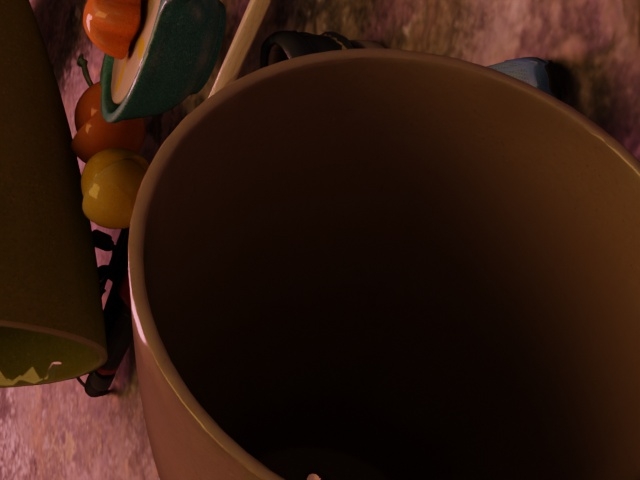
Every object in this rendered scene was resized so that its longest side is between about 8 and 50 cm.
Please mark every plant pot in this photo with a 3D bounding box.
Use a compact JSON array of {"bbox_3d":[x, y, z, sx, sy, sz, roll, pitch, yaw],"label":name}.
[{"bbox_3d":[0.021,0.094,0.783,0.274,0.256,0.256,108,149,-51],"label":"plant pot"},{"bbox_3d":[-0.294,-0.055,1.206,0.275,0.275,0.293,-24,62,56],"label":"plant pot"}]

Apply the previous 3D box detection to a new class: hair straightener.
[{"bbox_3d":[-0.151,0.032,1.243,0.089,0.047,0.230,63,142,41],"label":"hair straightener"}]

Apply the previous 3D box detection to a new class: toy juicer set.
[{"bbox_3d":[-0.126,-0.106,1.073,0.329,0.089,0.209,-144,72,-69],"label":"toy juicer set"}]

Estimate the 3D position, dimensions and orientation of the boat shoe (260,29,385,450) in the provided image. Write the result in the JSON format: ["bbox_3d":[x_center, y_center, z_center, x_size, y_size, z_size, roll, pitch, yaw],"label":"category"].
[{"bbox_3d":[0.000,0.000,0.950,0.095,0.079,0.254,-4,84,59],"label":"boat shoe"}]

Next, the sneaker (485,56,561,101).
[{"bbox_3d":[0.051,-0.056,0.845,0.162,0.073,0.063,-21,68,28],"label":"sneaker"}]
